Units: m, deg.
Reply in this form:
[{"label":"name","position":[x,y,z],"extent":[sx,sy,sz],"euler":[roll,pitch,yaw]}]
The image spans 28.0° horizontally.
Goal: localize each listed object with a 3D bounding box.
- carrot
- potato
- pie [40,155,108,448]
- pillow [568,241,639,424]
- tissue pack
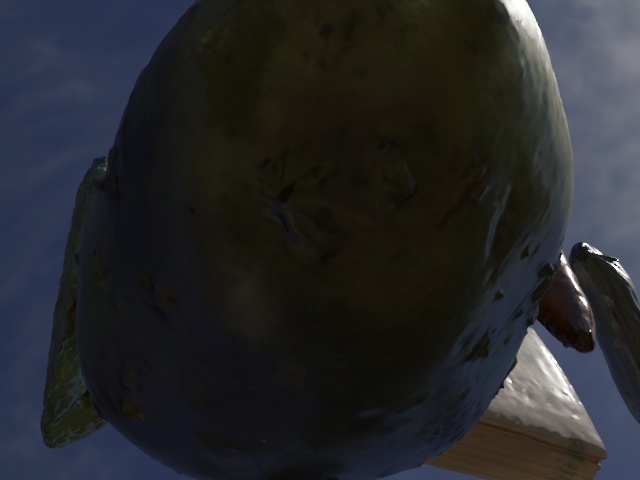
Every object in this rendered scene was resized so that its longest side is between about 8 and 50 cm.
[{"label":"carrot","position":[0.110,-0.007,0.725],"extent":[0.061,0.257,0.061],"euler":[-3,-56,-4]},{"label":"potato","position":[0.000,0.000,0.553],"extent":[0.210,0.173,0.307],"euler":[19,-38,0]},{"label":"pie","position":[-0.212,0.056,1.232],"extent":[0.105,0.257,0.275],"euler":[12,-78,1]},{"label":"pillow","position":[0.344,0.118,1.432],"extent":[0.059,0.255,0.169],"euler":[-22,-22,-5]},{"label":"tissue pack","position":[0.051,0.094,0.975],"extent":[0.325,0.170,0.071],"euler":[19,-66,-27]}]
